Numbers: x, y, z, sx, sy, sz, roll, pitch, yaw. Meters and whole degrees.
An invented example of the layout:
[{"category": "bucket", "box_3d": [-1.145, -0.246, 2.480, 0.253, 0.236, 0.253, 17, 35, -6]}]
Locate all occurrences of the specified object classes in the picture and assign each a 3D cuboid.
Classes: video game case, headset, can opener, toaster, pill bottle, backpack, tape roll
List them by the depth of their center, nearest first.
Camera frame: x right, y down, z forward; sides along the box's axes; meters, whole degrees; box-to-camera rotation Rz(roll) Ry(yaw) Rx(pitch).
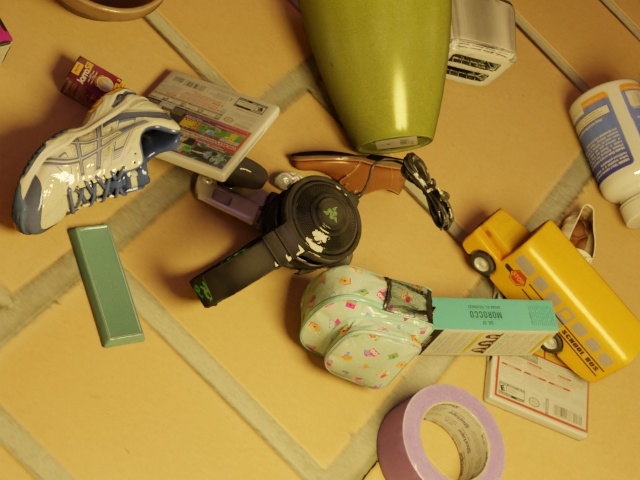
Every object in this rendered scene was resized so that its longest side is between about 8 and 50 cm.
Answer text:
[{"category": "headset", "box_3d": [0.000, 0.000, 1.760, 0.394, 0.243, 0.185, -33, 93, -9]}, {"category": "backpack", "box_3d": [0.061, 0.129, 1.819, 0.188, 0.166, 0.144, 25, 44, -14]}, {"category": "tape roll", "box_3d": [0.187, 0.323, 1.841, 0.189, 0.080, 0.189, 15, 57, -25]}, {"category": "video game case", "box_3d": [-0.195, -0.183, 1.876, 0.201, 0.023, 0.183, 21, 48, 16]}, {"category": "can opener", "box_3d": [-0.064, -0.051, 1.890, 0.283, 0.095, 0.076, 25, 54, -9]}, {"category": "video game case", "box_3d": [0.384, 0.186, 2.076, 0.204, 0.025, 0.285, 24, 54, -18]}, {"category": "toaster", "box_3d": [0.274, -0.391, 2.275, 0.227, 0.129, 0.146, 10, 61, -28]}, {"category": "pill bottle", "box_3d": [0.603, -0.166, 2.331, 0.152, 0.152, 0.272, -3, 66, -33]}]

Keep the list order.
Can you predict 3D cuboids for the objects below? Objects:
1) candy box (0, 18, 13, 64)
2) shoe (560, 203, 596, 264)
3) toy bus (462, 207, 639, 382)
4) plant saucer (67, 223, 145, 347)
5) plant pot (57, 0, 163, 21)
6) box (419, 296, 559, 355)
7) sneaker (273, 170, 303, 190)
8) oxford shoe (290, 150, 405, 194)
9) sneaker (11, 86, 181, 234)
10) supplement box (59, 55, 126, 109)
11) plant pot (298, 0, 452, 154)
[{"category": "candy box", "box_3d": [-0.592, -0.309, 1.732, 0.233, 0.071, 0.159, -24, 78, -39]}, {"category": "shoe", "box_3d": [0.465, 0.013, 2.186, 0.077, 0.058, 0.219, 32, 44, -6]}, {"category": "toy bus", "box_3d": [0.401, 0.084, 2.043, 0.332, 0.130, 0.108, 50, 50, 2]}, {"category": "plant saucer", "box_3d": [-0.309, 0.061, 1.728, 0.067, 0.018, 0.192, -8, 69, -34]}, {"category": "plant pot", "box_3d": [-0.365, -0.436, 1.920, 0.237, 0.110, 0.237, 16, 56, -24]}, {"category": "box", "box_3d": [0.259, 0.142, 1.955, 0.244, 0.100, 0.060, 3, 59, -22]}, {"category": "sneaker", "box_3d": [-0.027, -0.076, 1.951, 0.098, 0.038, 0.069, 15, 29, -23]}, {"category": "oxford shoe", "box_3d": [0.049, -0.113, 2.020, 0.212, 0.076, 0.076, 7, 100, -17]}, {"category": "sneaker", "box_3d": [-0.319, -0.107, 1.725, 0.131, 0.112, 0.296, 28, 57, 15]}, {"category": "supplement box", "box_3d": [-0.354, -0.240, 1.856, 0.083, 0.043, 0.055, 29, 54, -14]}, {"category": "plant pot", "box_3d": [0.111, -0.307, 2.062, 0.275, 0.275, 0.293, -2, 80, -32]}]
